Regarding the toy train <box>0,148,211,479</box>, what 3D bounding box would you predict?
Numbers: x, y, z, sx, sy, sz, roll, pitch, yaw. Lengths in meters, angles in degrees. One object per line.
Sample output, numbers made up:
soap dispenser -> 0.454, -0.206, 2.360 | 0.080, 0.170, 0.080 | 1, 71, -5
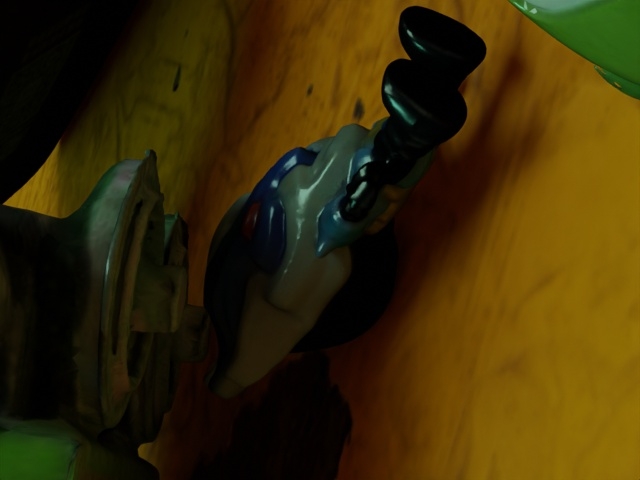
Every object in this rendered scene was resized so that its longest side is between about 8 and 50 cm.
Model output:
toy train -> -0.142, 0.086, 0.692 | 0.307, 0.173, 0.249 | 87, -170, -80

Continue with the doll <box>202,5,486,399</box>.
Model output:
doll -> 0.000, 0.000, 0.663 | 0.195, 0.070, 0.096 | -55, 4, 41

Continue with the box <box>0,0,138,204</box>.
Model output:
box -> -0.175, -0.092, 0.886 | 0.289, 0.073, 0.290 | -54, -5, 38

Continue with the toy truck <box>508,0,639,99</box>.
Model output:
toy truck -> 0.076, -0.151, 0.452 | 0.148, 0.210, 0.187 | -32, 32, 55
